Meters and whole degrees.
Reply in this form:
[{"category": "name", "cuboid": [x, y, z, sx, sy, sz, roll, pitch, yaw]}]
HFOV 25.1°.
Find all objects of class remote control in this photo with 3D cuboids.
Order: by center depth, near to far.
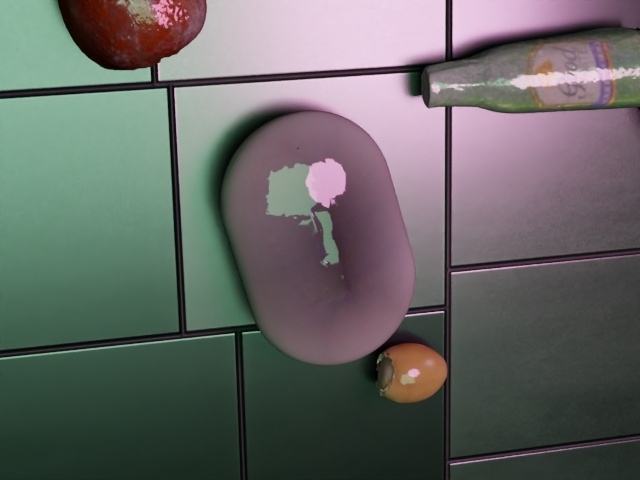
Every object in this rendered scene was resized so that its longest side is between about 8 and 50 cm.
[{"category": "remote control", "cuboid": [0.000, 0.000, 1.788, 0.221, 0.103, 0.332, -21, 110, -15]}]

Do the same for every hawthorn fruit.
[{"category": "hawthorn fruit", "cuboid": [-0.215, -0.279, 1.621, 0.173, 0.173, 0.172, -4, 107, -14]}]

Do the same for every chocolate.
[{"category": "chocolate", "cuboid": [0.270, -0.206, 1.807, 0.291, 0.110, 0.110, -6, 107, -11]}]

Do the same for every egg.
[{"category": "egg", "cuboid": [0.120, 0.174, 1.884, 0.096, 0.080, 0.080, 6, 104, -23]}]
